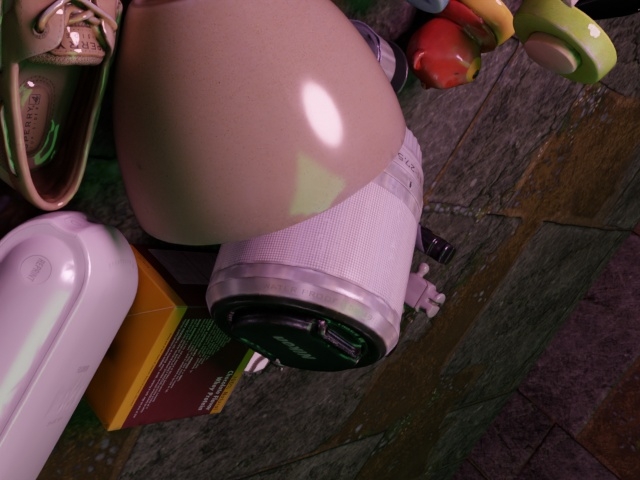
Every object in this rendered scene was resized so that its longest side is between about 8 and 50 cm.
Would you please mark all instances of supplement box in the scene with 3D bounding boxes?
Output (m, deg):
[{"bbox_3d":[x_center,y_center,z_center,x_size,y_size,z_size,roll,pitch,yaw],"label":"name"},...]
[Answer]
[{"bbox_3d":[-0.191,0.121,0.983,0.194,0.129,0.191,6,120,-53],"label":"supplement box"}]

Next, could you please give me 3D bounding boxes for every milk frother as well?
[{"bbox_3d":[0.055,-0.177,0.923,0.129,0.143,0.135,-43,170,19],"label":"milk frother"}]

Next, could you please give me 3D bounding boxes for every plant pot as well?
[{"bbox_3d":[-0.081,-0.155,0.717,0.284,0.284,0.190,-34,123,-22],"label":"plant pot"}]

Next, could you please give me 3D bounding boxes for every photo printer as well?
[{"bbox_3d":[-0.289,0.116,0.752,0.307,0.107,0.256,-63,-179,-9],"label":"photo printer"}]

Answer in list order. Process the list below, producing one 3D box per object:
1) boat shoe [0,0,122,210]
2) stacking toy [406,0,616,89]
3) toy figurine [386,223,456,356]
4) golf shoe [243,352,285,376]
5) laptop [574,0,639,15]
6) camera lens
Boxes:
[{"bbox_3d":[-0.213,-0.185,0.631,0.122,0.110,0.341,-16,137,-42],"label":"boat shoe"},{"bbox_3d":[0.179,-0.256,0.887,0.130,0.279,0.309,-51,145,2],"label":"stacking toy"},{"bbox_3d":[0.111,0.066,1.298,0.210,0.148,0.213,-36,145,-30],"label":"toy figurine"},{"bbox_3d":[-0.097,0.160,1.215,0.198,0.077,0.093,0,111,-56],"label":"golf shoe"},{"bbox_3d":[0.543,-0.490,1.147,0.382,0.236,0.407,-18,133,-39],"label":"laptop"},{"bbox_3d":[0.000,0.000,0.891,0.219,0.220,0.274,64,35,-57],"label":"camera lens"}]
